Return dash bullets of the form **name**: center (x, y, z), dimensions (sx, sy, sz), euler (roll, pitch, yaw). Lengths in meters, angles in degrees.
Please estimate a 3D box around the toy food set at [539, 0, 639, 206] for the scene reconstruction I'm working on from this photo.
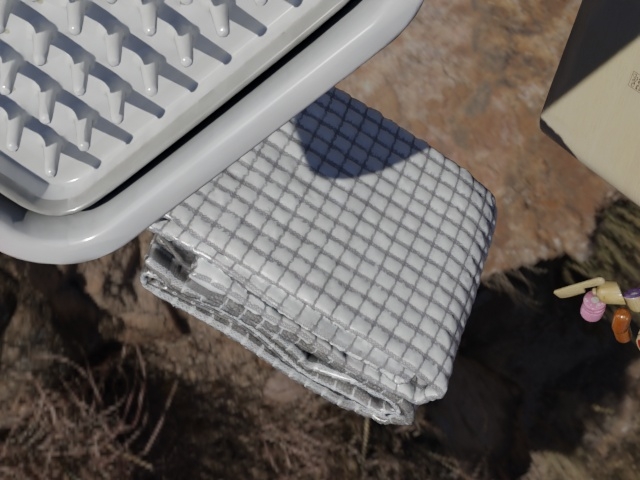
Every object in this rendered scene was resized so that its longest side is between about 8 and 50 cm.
- **toy food set**: center (0.385, -0.184, 1.208), dimensions (0.092, 0.219, 0.306), euler (-14, 134, -33)

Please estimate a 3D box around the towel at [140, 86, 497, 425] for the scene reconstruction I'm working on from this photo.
- **towel**: center (0.000, 0.000, 0.946), dimensions (0.284, 0.235, 0.121), euler (31, 143, -8)

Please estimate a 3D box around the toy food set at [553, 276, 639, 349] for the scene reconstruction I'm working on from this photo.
- **toy food set**: center (0.260, 0.064, 0.902), dimensions (0.122, 0.078, 0.019), euler (36, 61, -18)

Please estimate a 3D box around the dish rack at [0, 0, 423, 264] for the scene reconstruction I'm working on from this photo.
- **dish rack**: center (-0.144, -0.151, 0.475), dimensions (0.286, 0.072, 0.333), euler (-36, 128, 20)
